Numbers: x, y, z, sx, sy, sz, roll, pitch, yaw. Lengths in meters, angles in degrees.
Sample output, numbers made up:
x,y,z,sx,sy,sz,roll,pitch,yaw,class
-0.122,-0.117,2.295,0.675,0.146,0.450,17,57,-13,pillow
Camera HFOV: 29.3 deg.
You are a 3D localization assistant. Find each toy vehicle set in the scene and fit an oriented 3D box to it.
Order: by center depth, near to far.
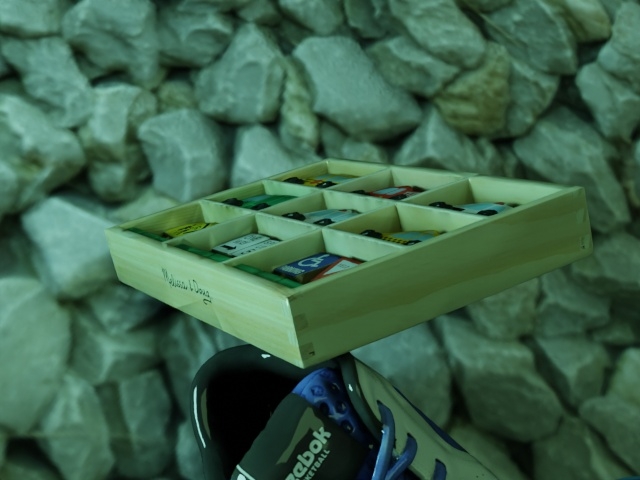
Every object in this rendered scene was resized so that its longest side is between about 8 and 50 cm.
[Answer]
x,y,z,sx,sy,sz,roll,pitch,yaw,class
0.000,0.000,0.680,0.166,0.267,0.035,-20,105,-24,toy vehicle set

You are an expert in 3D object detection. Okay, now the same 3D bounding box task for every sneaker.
x,y,z,sx,sy,sz,roll,pitch,yaw,class
0.040,0.150,0.592,0.315,0.182,0.127,35,88,28,sneaker

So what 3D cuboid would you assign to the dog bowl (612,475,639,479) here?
x,y,z,sx,sy,sz,roll,pitch,yaw,class
0.218,0.278,0.678,0.166,0.074,0.297,-25,70,-25,dog bowl
